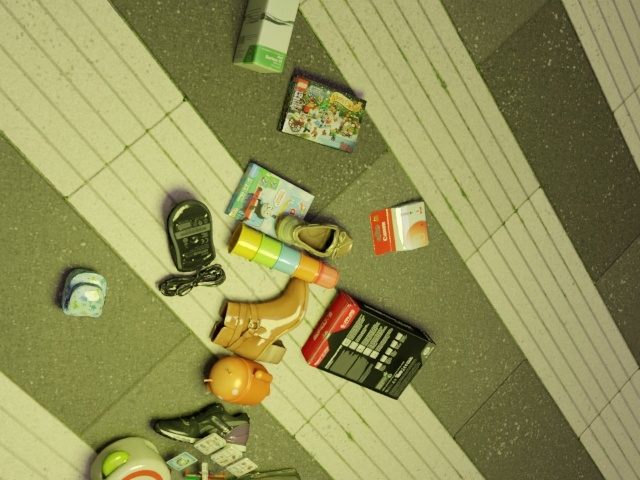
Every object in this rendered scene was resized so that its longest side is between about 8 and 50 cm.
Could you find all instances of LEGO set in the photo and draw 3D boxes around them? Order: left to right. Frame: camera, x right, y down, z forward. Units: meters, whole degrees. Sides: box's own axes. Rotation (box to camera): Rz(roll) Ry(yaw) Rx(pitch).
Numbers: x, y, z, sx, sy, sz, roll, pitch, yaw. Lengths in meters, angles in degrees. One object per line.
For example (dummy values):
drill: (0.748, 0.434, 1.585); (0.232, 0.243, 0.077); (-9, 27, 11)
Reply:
LEGO set: (-0.325, 0.626, 1.923); (0.244, 0.060, 0.182); (-33, 120, 20)

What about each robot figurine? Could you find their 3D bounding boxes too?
robot figurine: (-0.227, 0.395, 1.910); (0.219, 0.158, 0.128); (33, 83, -56)

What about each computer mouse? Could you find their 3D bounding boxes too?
computer mouse: (-0.354, 0.009, 1.823); (0.189, 0.072, 0.272); (-12, 119, -26)

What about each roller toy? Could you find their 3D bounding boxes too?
roller toy: (-0.513, 0.637, 1.832); (0.191, 0.146, 0.209); (8, 106, -35)

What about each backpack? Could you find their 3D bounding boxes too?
backpack: (-0.590, 0.133, 1.717); (0.105, 0.084, 0.114); (10, 94, -30)

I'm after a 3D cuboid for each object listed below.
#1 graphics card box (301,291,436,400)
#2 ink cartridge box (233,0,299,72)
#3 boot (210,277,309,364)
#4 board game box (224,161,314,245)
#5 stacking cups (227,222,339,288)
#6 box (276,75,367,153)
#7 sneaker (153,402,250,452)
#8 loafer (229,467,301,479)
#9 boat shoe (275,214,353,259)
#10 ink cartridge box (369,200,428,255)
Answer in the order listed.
graphics card box: (0.152, 0.330, 2.104); (0.371, 0.094, 0.232); (27, 102, -28)
ink cartridge box: (-0.139, -0.544, 1.755); (0.087, 0.153, 0.208); (12, 97, -29)
boot: (-0.171, 0.203, 1.946); (0.220, 0.109, 0.283); (24, 97, -25)
board game box: (-0.140, -0.101, 1.917); (0.212, 0.039, 0.160); (27, 89, -30)
stacking cups: (-0.099, 0.051, 1.917); (0.316, 0.096, 0.096); (23, 90, -21)
box: (0.006, -0.354, 1.931); (0.233, 0.044, 0.159); (13, 95, -29)
sneaker: (-0.333, 0.517, 1.940); (0.283, 0.107, 0.124); (20, 73, -30)
loafer: (-0.184, 0.740, 2.072); (0.268, 0.084, 0.096); (8, 129, -24)
boat shoe: (0.000, 0.000, 1.957); (0.285, 0.089, 0.104); (11, 99, -44)
ink cartridge box: (0.247, -0.037, 2.125); (0.179, 0.045, 0.145); (-16, 108, -25)
